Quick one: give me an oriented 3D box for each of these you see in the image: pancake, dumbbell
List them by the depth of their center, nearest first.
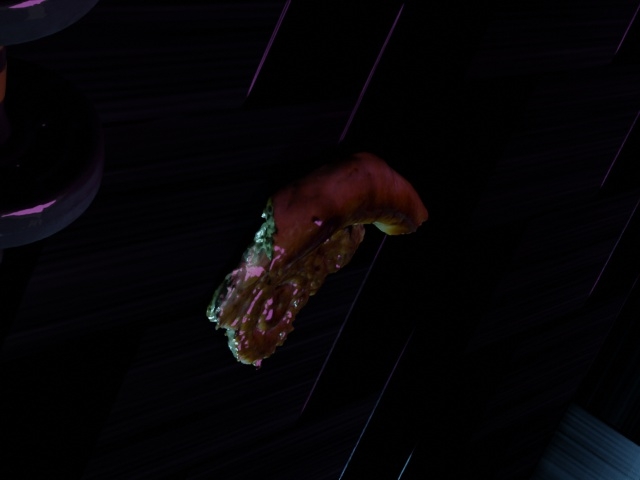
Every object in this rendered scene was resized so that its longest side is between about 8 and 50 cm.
[{"bbox_3d":[-0.185,-0.104,1.044,0.143,0.143,0.325,-39,152,-37],"label":"dumbbell"},{"bbox_3d":[0.000,0.000,1.695,0.257,0.056,0.212,-48,157,-21],"label":"pancake"}]
